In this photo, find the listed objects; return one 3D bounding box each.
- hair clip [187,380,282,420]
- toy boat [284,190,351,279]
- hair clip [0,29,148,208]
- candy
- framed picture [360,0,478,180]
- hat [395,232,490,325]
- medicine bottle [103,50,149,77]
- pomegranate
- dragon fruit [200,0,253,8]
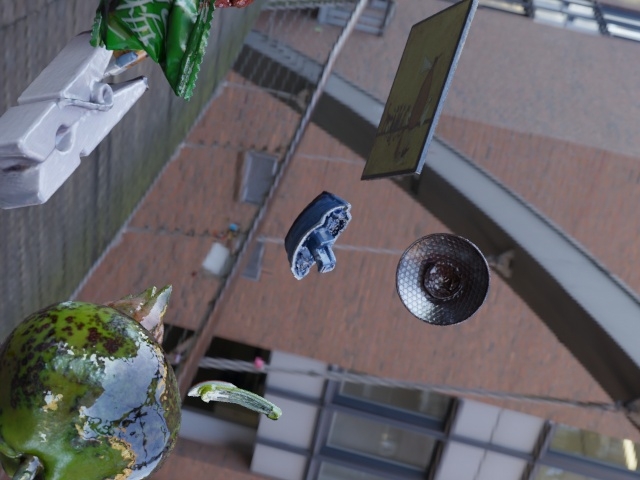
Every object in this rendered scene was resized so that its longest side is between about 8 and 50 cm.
[{"bbox_3d":[-0.162,0.309,1.599,0.060,0.188,0.033,123,-18,-46],"label":"hair clip"},{"bbox_3d":[0.000,0.000,2.072,0.129,0.142,0.309,-13,149,-39],"label":"toy boat"},{"bbox_3d":[-0.309,-0.161,1.008,0.331,0.085,0.101,-78,161,-56],"label":"hair clip"},{"bbox_3d":[-0.179,-0.258,0.912,0.078,0.203,0.141,-19,130,-37],"label":"candy"},{"bbox_3d":[0.177,-0.274,1.525,0.255,0.014,0.339,6,-105,70],"label":"framed picture"},{"bbox_3d":[0.256,0.078,1.695,0.082,0.193,0.193,-9,113,-76],"label":"hat"},{"bbox_3d":[-0.357,-0.310,1.396,0.061,0.220,0.092,56,17,-30],"label":"medicine bottle"},{"bbox_3d":[-0.265,0.152,0.921,0.277,0.204,0.222,-107,-150,-43],"label":"pomegranate"},{"bbox_3d":[-0.170,-0.441,1.110,0.330,0.302,0.240,22,80,-42],"label":"dragon fruit"}]
